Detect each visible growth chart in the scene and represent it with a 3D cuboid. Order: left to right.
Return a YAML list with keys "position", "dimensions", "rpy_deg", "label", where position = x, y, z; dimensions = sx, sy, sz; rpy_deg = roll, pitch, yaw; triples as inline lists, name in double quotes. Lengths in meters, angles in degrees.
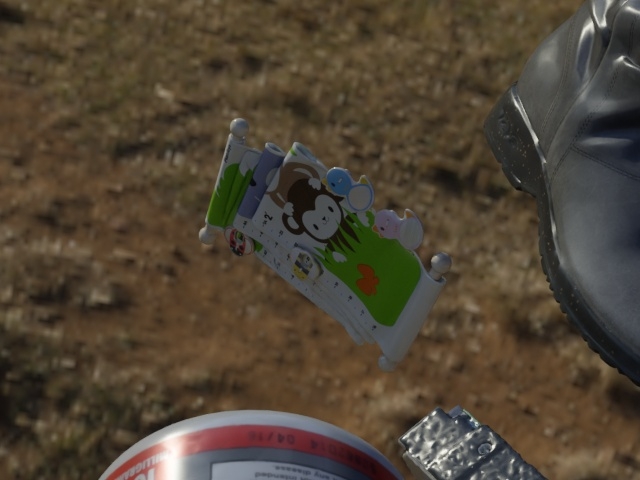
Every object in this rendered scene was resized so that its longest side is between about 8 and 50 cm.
- position: [0.000, 0.000, 1.394]
  dimensions: [0.237, 0.172, 0.021]
  rpy_deg: [36, 48, 22]
  label: "growth chart"

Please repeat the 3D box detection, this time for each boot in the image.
- position: [0.227, -0.067, 1.082]
  dimensions: [0.118, 0.223, 0.338]
  rpy_deg: [8, 39, -34]
  label: "boot"

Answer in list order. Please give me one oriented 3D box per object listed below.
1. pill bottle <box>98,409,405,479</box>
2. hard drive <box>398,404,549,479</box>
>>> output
- position: [-0.036, 0.279, 0.892]
  dimensions: [0.210, 0.210, 0.363]
  rpy_deg: [10, 36, -9]
  label: "pill bottle"
- position: [0.196, 0.274, 1.169]
  dimensions: [0.064, 0.237, 0.339]
  rpy_deg: [-36, 38, -9]
  label: "hard drive"
